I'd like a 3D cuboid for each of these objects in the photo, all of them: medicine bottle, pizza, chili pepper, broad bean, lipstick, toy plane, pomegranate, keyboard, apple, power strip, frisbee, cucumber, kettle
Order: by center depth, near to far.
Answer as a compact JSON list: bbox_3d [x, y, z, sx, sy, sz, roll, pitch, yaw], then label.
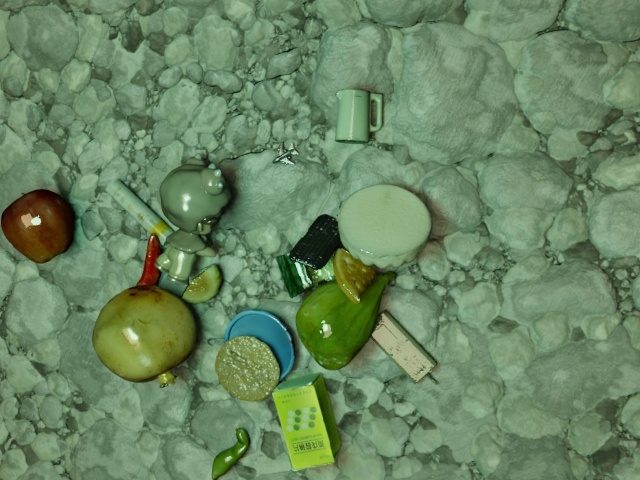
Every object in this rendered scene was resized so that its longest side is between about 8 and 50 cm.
[{"bbox_3d":[0.094,0.094,1.758,0.178,0.131,0.041,59,138,25],"label":"pizza"},{"bbox_3d":[0.000,0.000,1.787,0.106,0.262,0.016,20,125,12],"label":"keyboard"},{"bbox_3d":[0.106,-0.353,1.810,0.127,0.098,0.148,4,92,19],"label":"kettle"},{"bbox_3d":[-0.030,0.081,1.841,0.191,0.191,0.130,-19,90,14],"label":"cucumber"},{"bbox_3d":[0.245,0.323,1.857,0.268,0.034,0.092,46,102,7],"label":"power strip"},{"bbox_3d":[-0.040,0.536,1.890,0.137,0.141,0.250,-15,91,11],"label":"medicine bottle"},{"bbox_3d":[-0.109,-0.253,1.901,0.083,0.031,0.078,-32,86,13],"label":"toy plane"},{"bbox_3d":[-0.521,0.295,1.913,0.319,0.319,0.319,1,94,13],"label":"pomegranate"},{"bbox_3d":[-0.183,0.324,1.951,0.242,0.045,0.242,4,102,21],"label":"frisbee"},{"bbox_3d":[-0.539,0.099,2.005,0.063,0.071,0.272,20,109,8],"label":"chili pepper"},{"bbox_3d":[-0.289,0.683,2.005,0.070,0.048,0.213,34,101,6],"label":"broad bean"},{"bbox_3d":[-0.569,-0.090,2.010,0.264,0.059,0.059,42,102,7],"label":"lipstick"},{"bbox_3d":[-0.887,-0.050,2.011,0.234,0.234,0.234,1,94,13],"label":"apple"}]

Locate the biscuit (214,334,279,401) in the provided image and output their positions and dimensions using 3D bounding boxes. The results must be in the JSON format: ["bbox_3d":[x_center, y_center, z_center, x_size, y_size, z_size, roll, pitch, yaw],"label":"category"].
[{"bbox_3d":[-0.225,0.392,1.943,0.220,0.033,0.219,4,103,19],"label":"biscuit"}]

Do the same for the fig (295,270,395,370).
[{"bbox_3d":[0.062,0.212,1.835,0.233,0.314,0.233,23,140,20],"label":"fig"}]

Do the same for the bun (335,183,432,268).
[{"bbox_3d":[0.176,-0.015,1.787,0.263,0.175,0.263,-1,55,2],"label":"bun"}]

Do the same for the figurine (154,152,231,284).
[{"bbox_3d":[-0.392,-0.065,1.891,0.203,0.248,0.380,11,105,-28],"label":"figurine"}]

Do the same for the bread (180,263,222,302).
[{"bbox_3d":[-0.355,0.136,1.962,0.094,0.083,0.157,32,111,3],"label":"bread"}]
